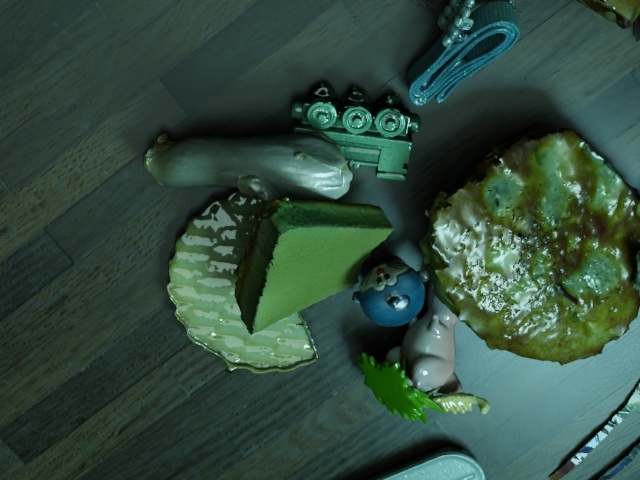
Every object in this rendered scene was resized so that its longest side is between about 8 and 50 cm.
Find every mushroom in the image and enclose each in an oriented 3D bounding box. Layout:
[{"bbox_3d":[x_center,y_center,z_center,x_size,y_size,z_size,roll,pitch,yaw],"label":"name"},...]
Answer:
[{"bbox_3d":[-0.094,-0.097,1.673,0.278,0.096,0.099,4,98,11],"label":"mushroom"}]

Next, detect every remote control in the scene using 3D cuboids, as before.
[{"bbox_3d":[0.118,0.374,1.882,0.247,0.052,0.104,-23,106,4],"label":"remote control"}]

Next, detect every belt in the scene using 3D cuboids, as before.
[{"bbox_3d":[0.164,-0.243,1.654,0.100,0.065,0.179,26,130,-29],"label":"belt"}]

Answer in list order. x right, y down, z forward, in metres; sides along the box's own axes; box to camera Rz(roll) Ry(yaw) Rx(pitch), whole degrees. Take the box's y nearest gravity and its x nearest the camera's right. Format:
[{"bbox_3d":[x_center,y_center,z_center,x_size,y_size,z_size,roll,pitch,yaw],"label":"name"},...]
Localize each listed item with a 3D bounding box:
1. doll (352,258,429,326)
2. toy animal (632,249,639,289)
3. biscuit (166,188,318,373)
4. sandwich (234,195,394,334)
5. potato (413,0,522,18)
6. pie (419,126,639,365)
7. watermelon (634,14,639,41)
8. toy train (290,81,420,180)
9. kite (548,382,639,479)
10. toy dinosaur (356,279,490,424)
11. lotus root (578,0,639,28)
[{"bbox_3d":[0.093,0.065,1.732,0.114,0.152,0.085,-26,100,7],"label":"doll"},{"bbox_3d":[0.507,0.037,1.753,0.225,0.094,0.121,7,101,-41],"label":"toy animal"},{"bbox_3d":[-0.115,0.060,1.779,0.187,0.036,0.273,-10,108,-1],"label":"biscuit"},{"bbox_3d":[0.000,0.000,1.657,0.212,0.245,0.063,-25,67,-26],"label":"sandwich"},{"bbox_3d":[0.141,-0.378,1.646,0.120,0.100,0.261,-19,131,40],"label":"potato"},{"bbox_3d":[0.288,0.012,1.722,0.354,0.103,0.288,38,87,-25],"label":"pie"},{"bbox_3d":[0.424,-0.300,1.701,0.085,0.085,0.061,-44,64,10],"label":"watermelon"},{"bbox_3d":[0.043,-0.141,1.711,0.170,0.071,0.111,7,116,-3],"label":"toy train"},{"bbox_3d":[0.503,0.265,1.888,0.204,0.022,0.360,40,100,-13],"label":"kite"},{"bbox_3d":[0.147,0.151,1.797,0.177,0.152,0.194,-32,102,-24],"label":"toy dinosaur"},{"bbox_3d":[0.337,-0.377,1.586,0.188,0.199,0.180,29,103,-26],"label":"lotus root"}]
